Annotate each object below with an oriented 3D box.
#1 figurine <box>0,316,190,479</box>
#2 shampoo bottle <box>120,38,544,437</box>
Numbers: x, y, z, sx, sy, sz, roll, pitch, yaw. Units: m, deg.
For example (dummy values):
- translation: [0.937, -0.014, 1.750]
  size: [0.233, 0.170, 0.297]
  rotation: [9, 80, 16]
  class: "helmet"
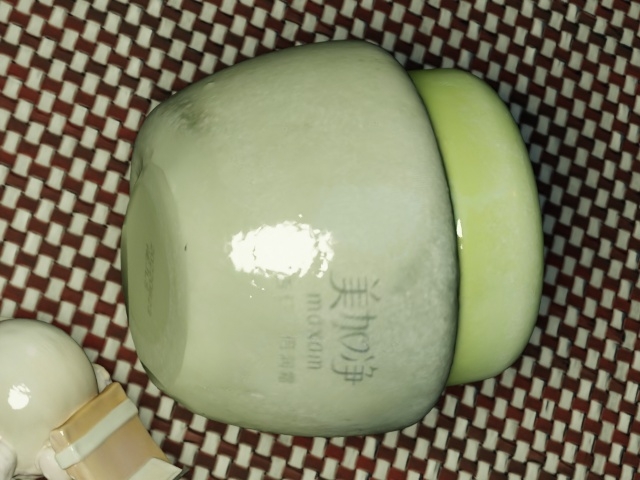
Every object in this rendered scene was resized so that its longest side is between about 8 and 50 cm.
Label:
- translation: [-0.225, 0.153, 1.499]
  size: [0.237, 0.141, 0.162]
  rotation: [47, 38, -1]
  class: "figurine"
- translation: [0.000, 0.000, 1.507]
  size: [0.317, 0.322, 0.323]
  rotation: [-5, 78, -12]
  class: "shampoo bottle"
